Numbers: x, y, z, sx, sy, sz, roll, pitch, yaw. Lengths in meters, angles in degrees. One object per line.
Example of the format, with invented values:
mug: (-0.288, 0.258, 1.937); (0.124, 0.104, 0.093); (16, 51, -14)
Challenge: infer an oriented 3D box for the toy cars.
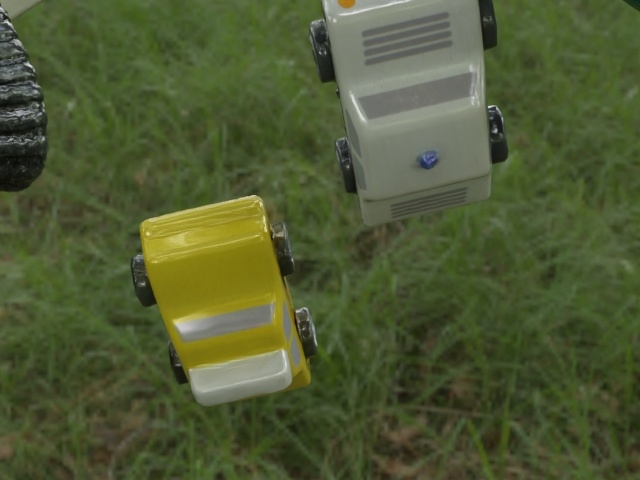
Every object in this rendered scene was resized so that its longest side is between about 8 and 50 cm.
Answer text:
toy cars: (0.000, 0.000, 0.786); (0.176, 0.394, 0.087); (16, 43, -30)

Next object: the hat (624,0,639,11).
hat: (0.207, -0.211, 0.664); (0.173, 0.184, 0.208); (25, 15, -48)

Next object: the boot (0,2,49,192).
boot: (-0.305, -0.024, 0.889); (0.131, 0.348, 0.260); (-13, -7, 37)

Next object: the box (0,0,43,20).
box: (-0.386, -0.278, 1.370); (0.311, 0.121, 0.148); (-36, 28, -11)
